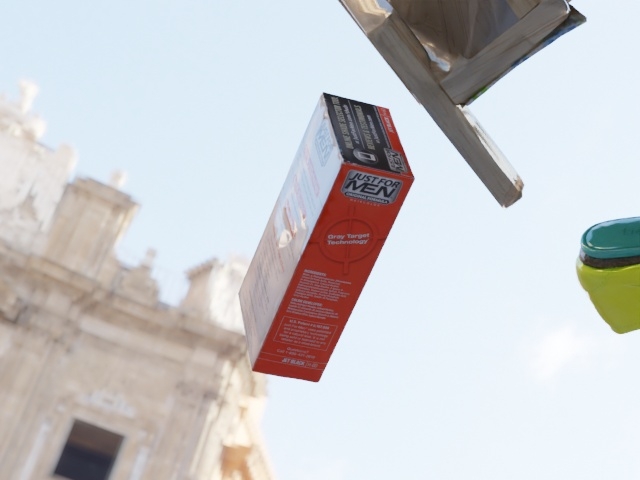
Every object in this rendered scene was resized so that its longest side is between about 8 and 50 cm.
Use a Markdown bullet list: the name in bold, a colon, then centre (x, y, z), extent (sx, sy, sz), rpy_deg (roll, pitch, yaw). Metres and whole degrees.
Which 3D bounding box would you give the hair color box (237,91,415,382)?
- **hair color box**: centre (0.000, 0.000, 0.800), extent (0.043, 0.072, 0.141), rpy_deg (11, -56, -19)

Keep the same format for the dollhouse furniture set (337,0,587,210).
- **dollhouse furniture set**: centre (0.182, -0.214, 0.876), extent (0.362, 0.394, 0.256), rpy_deg (-39, -56, 6)

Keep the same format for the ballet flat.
- **ballet flat**: centre (0.259, 0.015, 0.837), extent (0.231, 0.077, 0.077), rpy_deg (-9, -68, 26)
